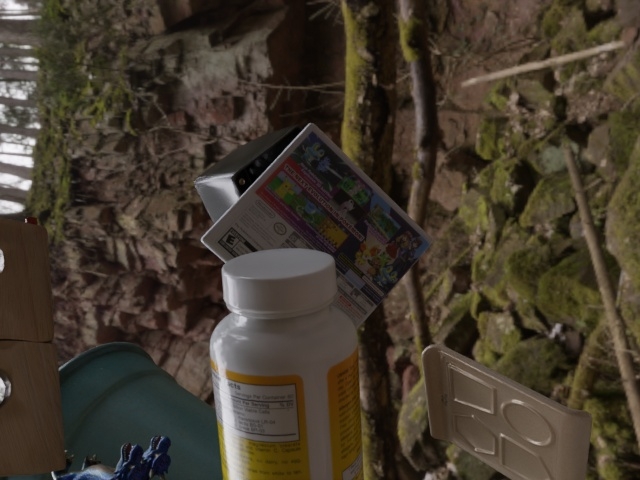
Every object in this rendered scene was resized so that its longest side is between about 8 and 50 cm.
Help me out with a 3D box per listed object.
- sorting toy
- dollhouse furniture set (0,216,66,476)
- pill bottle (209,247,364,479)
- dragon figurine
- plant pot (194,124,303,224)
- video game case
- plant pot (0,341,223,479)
[{"bbox_3d":[0.231,0.230,0.765,0.038,0.208,0.192,-41,-46,-34],"label":"sorting toy"},{"bbox_3d":[-0.240,0.062,0.280,0.184,0.129,0.128,5,-111,-45],"label":"dollhouse furniture set"},{"bbox_3d":[-0.027,0.117,0.485,0.118,0.118,0.208,-27,-63,-59],"label":"pill bottle"},{"bbox_3d":[-0.293,0.358,0.746,0.085,0.144,0.289,38,-105,-47],"label":"dragon figurine"},{"bbox_3d":[-0.119,-0.089,1.128,0.188,0.167,0.187,-45,-54,-35],"label":"plant pot"},{"bbox_3d":[0.000,0.000,0.693,0.183,0.201,0.023,-48,9,-7],"label":"video game case"},{"bbox_3d":[-0.258,0.381,0.963,0.341,0.334,0.340,-45,-35,-45],"label":"plant pot"}]
